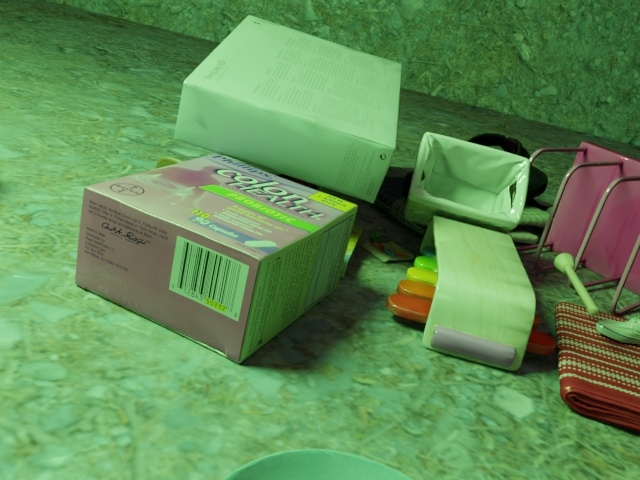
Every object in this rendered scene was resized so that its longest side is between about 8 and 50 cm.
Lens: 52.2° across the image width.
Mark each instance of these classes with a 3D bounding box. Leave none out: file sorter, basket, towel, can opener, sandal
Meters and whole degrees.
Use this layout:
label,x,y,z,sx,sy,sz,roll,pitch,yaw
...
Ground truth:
label,x,y,z,sx,sy,sz,roll,pitch,yaw
file sorter,0.459,-0.010,1.014,0.182,0.202,0.291,-9,31,-38
basket,0.216,-0.076,0.993,0.167,0.113,0.103,16,-21,1
towel,0.235,-0.073,1.252,0.324,0.056,0.312,-1,23,-28
can opener,0.432,-0.053,1.316,0.059,0.073,0.186,-32,29,-6
sandal,0.317,-0.136,1.225,0.168,0.107,0.446,22,24,30
towel,0.382,0.156,0.785,0.199,0.031,0.275,17,20,13

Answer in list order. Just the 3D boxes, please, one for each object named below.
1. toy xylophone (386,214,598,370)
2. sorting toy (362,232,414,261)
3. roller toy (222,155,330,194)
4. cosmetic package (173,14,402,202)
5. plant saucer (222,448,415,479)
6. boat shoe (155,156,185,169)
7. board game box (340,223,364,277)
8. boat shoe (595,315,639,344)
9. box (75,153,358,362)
label,x,y,z,sx,sy,sz,roll,pitch,yaw
toy xylophone,0.225,0.057,0.860,0.236,0.081,0.322,18,22,10
sorting toy,0.095,0.009,0.994,0.062,0.012,0.083,-5,28,-38
roller toy,-0.063,-0.148,1.103,0.209,0.146,0.191,20,23,14
cosmetic package,-0.027,-0.220,1.002,0.285,0.097,0.377,19,32,-3
plant saucer,0.013,0.212,0.411,0.195,0.037,0.195,12,21,-5
boat shoe,-0.172,-0.075,0.982,0.170,0.063,0.059,32,24,18
board game box,0.000,0.000,0.939,0.104,0.026,0.154,16,22,6
boat shoe,0.400,0.111,0.821,0.100,0.035,0.035,15,19,8
box,-0.108,0.002,0.747,0.214,0.117,0.243,22,22,19
